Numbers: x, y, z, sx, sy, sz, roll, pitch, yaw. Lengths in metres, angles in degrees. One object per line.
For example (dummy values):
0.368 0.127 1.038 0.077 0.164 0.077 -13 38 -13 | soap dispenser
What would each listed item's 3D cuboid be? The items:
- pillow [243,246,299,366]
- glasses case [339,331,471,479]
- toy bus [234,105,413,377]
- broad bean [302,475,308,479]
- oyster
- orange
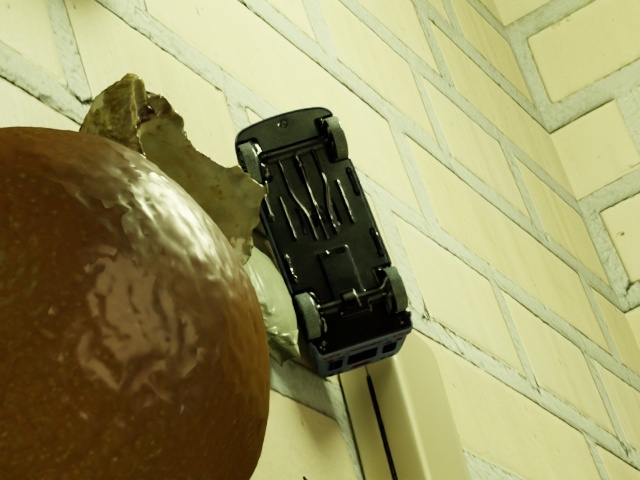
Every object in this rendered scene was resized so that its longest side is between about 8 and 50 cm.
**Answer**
-0.102 0.023 1.955 0.229 0.050 0.148 44 18 -42 | pillow
0.106 0.246 2.131 0.144 0.076 0.336 42 27 -47 | glasses case
0.000 0.000 2.113 0.133 0.125 0.292 97 -27 -67 | toy bus
-0.027 0.298 1.726 0.077 0.061 0.339 64 18 -15 | broad bean
-0.156 -0.051 1.822 0.233 0.107 0.161 58 36 -17 | oyster
-0.185 0.087 1.243 0.322 0.322 0.357 68 10 20 | orange
